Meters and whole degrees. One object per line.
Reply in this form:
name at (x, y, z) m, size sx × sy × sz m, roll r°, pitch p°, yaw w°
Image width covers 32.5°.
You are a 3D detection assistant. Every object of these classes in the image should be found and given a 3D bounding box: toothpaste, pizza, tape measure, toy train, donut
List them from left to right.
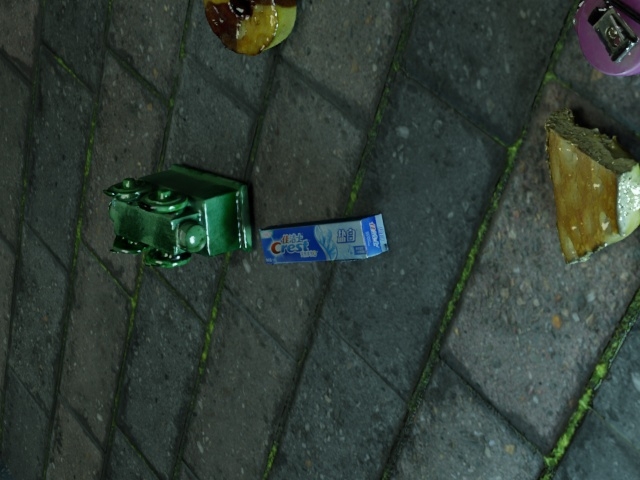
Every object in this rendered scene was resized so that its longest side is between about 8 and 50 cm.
toy train at (-0.271, -0.044, 2.010) m, size 0.266 × 0.201 × 0.145 m, roll 19°, pitch 118°, yaw 46°
donut at (-0.112, -0.388, 1.796) m, size 0.184 × 0.073 × 0.166 m, roll 10°, pitch 110°, yaw 47°
toothpaste at (0.000, 0.000, 1.821) m, size 0.272 × 0.053 × 0.066 m, roll -4°, pitch 100°, yaw 51°
pizza at (0.353, -0.049, 1.371) m, size 0.188 × 0.080 × 0.204 m, roll -131°, pitch 29°, yaw -60°
tape measure at (0.356, -0.256, 1.282) m, size 0.125 × 0.074 × 0.118 m, roll 58°, pitch 140°, yaw 21°
